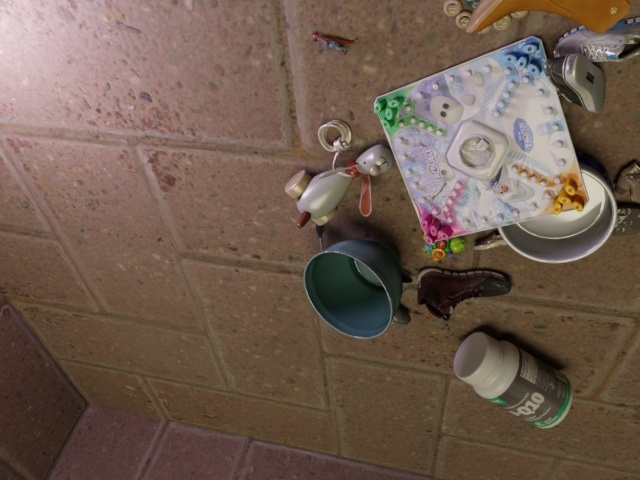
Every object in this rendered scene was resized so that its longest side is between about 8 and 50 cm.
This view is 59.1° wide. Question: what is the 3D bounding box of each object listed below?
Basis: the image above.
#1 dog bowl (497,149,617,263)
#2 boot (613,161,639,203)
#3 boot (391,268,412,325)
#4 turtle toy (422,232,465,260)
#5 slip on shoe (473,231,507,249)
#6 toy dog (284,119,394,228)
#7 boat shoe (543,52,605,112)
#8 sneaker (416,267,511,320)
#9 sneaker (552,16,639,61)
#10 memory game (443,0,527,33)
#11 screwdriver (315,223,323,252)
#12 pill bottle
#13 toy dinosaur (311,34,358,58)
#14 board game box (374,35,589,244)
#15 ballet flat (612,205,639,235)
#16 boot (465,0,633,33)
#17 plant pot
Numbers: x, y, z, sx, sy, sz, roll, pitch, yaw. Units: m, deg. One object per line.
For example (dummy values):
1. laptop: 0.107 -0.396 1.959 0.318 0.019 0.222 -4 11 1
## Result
1. dog bowl: 0.559 -0.082 1.352 0.264 0.104 0.265 11 125 16
2. boot: 0.754 -0.135 1.322 0.118 0.042 0.087 17 132 -9
3. boot: 0.247 0.179 1.833 0.189 0.076 0.209 22 132 -8
4. turtle toy: 0.352 0.015 1.608 0.130 0.066 0.095 -19 127 35
5. slip on shoe: 0.487 -0.003 1.563 0.135 0.051 0.041 -13 91 41
6. toy dog: 0.033 -0.132 1.492 0.220 0.161 0.334 27 138 -10
7. boat shoe: 0.518 -0.320 1.143 0.070 0.078 0.219 14 178 43
8. sneaker: 0.421 0.175 1.684 0.281 0.163 0.107 2 136 19
9. sneaker: 0.552 -0.377 1.098 0.190 0.083 0.071 -7 135 28
10. memory game: 0.329 -0.492 1.106 0.186 0.012 0.186 11 138 10
11. screwdriver: 0.000 0.000 1.752 0.024 0.025 0.170 8 137 12
12. pill bottle: 0.639 0.461 1.887 0.360 0.204 0.204 30 138 -13
13. toy dinosaur: 0.024 -0.444 1.266 0.082 0.047 0.090 41 101 -12
14. board game box: 0.353 -0.200 1.282 0.389 0.050 0.390 -14 108 32
15. ballet flat: 0.698 -0.048 1.432 0.249 0.058 0.084 -10 115 21
16. boot: 0.440 -0.441 1.039 0.211 0.104 0.295 34 127 -19
17. plant pot: 0.125 0.114 1.667 0.292 0.196 0.293 20 129 27
